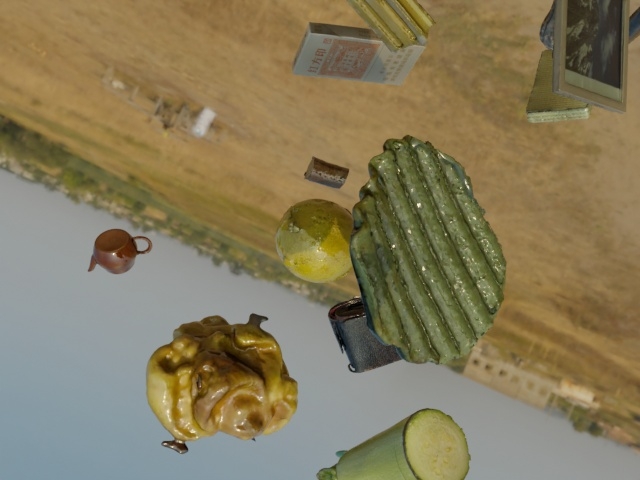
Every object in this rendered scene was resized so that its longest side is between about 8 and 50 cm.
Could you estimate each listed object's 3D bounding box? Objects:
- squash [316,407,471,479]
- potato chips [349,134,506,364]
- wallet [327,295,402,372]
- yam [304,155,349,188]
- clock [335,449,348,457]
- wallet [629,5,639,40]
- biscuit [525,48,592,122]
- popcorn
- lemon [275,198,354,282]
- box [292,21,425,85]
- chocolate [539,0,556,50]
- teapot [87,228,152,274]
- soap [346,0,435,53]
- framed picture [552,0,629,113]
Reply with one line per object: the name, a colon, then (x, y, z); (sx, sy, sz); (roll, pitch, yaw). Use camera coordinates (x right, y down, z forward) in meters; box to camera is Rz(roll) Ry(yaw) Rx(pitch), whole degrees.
squash: (0.068, 0.272, 0.939); (0.094, 0.094, 0.224); (27, 143, -27)
potato chips: (0.186, 0.035, 1.327); (0.070, 0.358, 0.429); (0, 127, 45)
wallet: (0.169, 0.221, 1.921); (0.071, 0.262, 0.221); (-103, -6, -52)
yam: (0.020, -0.212, 2.476); (0.127, 0.084, 0.084); (19, 177, -12)
clock: (0.101, 0.477, 1.545); (0.148, 0.060, 0.188); (3, 138, 30)
wallet: (0.686, -0.491, 1.459); (0.051, 0.197, 0.377); (53, 173, 7)
biscuit: (0.479, -0.308, 1.517); (0.121, 0.199, 0.040); (-1, 138, 33)
popcorn: (-0.181, 0.272, 1.552); (0.297, 0.281, 0.316); (25, -174, 3)
lemon: (0.000, 0.000, 1.594); (0.206, 0.173, 0.173); (-2, -164, -43)
box: (0.113, -0.564, 2.363); (0.365, 0.051, 0.204); (2, 156, -17)
chocolate: (0.584, -0.546, 1.808); (0.110, 0.110, 0.248); (24, 134, 10)
teapot: (-0.511, 0.036, 1.968); (0.173, 0.116, 0.116); (-18, -173, -13)
soap: (0.183, -0.609, 2.051); (0.135, 0.076, 0.233); (-6, 142, 47)
framed picture: (0.417, -0.347, 1.188); (0.209, 0.281, 0.019); (2, 180, -42)
